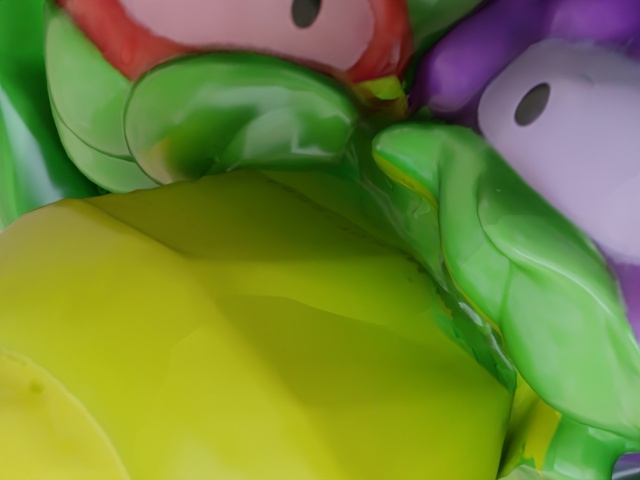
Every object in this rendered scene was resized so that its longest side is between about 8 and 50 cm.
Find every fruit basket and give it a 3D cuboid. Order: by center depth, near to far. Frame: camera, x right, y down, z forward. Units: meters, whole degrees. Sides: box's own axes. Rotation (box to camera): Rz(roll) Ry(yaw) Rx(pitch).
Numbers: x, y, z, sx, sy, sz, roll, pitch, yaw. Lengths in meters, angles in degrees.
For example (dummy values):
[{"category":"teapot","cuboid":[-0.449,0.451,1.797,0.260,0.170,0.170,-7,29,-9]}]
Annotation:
[{"category":"fruit basket","cuboid":[0.000,0.000,0.572,0.392,0.283,0.392,1,-145,-1]}]
